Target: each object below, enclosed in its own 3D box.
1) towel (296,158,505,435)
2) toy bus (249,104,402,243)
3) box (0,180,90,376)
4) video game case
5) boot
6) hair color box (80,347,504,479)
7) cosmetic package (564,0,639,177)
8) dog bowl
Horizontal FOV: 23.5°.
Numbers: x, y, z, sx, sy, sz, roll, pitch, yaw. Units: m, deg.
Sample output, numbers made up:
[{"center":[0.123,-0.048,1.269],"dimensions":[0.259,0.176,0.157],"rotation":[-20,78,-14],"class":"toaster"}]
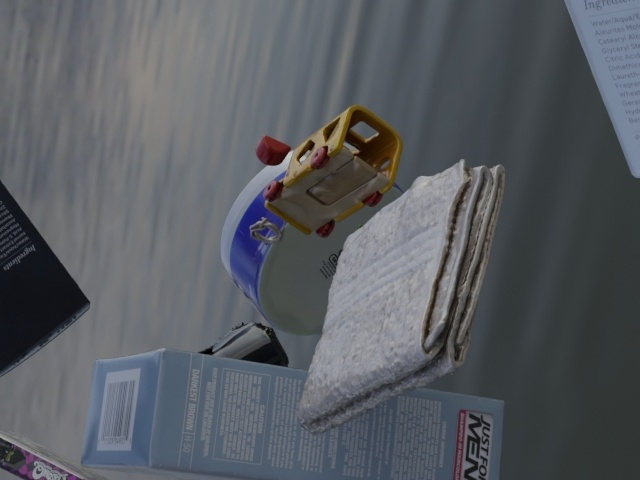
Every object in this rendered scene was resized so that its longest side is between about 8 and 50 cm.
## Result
[{"center":[0.059,0.050,1.281],"dimensions":[0.282,0.049,0.187],"rotation":[-39,31,60],"class":"towel"},{"center":[0.010,-0.085,1.910],"dimensions":[0.191,0.202,0.104],"rotation":[80,-159,-50],"class":"toy bus"},{"center":[-0.306,0.006,1.279],"dimensions":[0.207,0.108,0.153],"rotation":[55,160,-11],"class":"box"},{"center":[-0.405,0.323,2.222],"dimensions":[0.042,0.210,0.232],"rotation":[-63,-14,-8],"class":"video game case"},{"center":[-0.142,0.157,1.824],"dimensions":[0.094,0.207,0.246],"rotation":[60,168,12],"class":"boot"},{"center":[-0.025,0.191,1.525],"dimensions":[0.185,0.374,0.114],"rotation":[-14,67,61],"class":"hair color box"},{"center":[0.244,-0.154,0.879],"dimensions":[0.151,0.151,0.184],"rotation":[-3,121,45],"class":"cosmetic package"},{"center":[0.000,0.000,2.149],"dimensions":[0.104,0.265,0.265],"rotation":[48,132,41],"class":"dog bowl"}]
